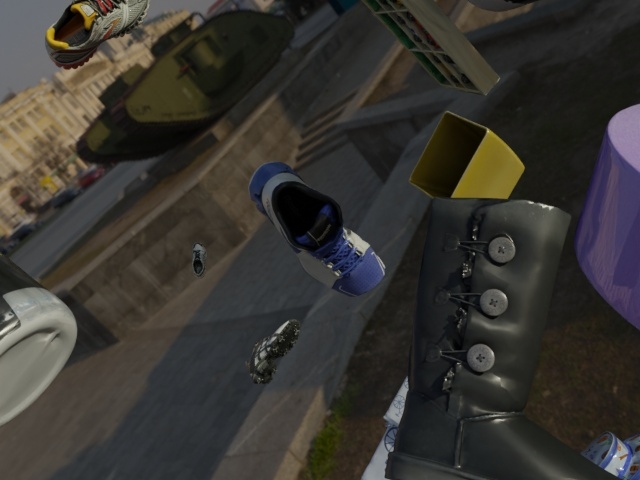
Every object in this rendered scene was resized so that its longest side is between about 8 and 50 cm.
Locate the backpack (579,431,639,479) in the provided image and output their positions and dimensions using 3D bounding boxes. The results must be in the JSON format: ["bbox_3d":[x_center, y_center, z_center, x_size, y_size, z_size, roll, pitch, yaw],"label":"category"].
[{"bbox_3d":[0.675,0.549,1.435,0.263,0.213,0.276,-43,-6,9],"label":"backpack"}]

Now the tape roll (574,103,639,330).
[{"bbox_3d":[0.315,-0.005,0.411,0.274,0.090,0.275,3,31,-2],"label":"tape roll"}]

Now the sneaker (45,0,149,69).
[{"bbox_3d":[-0.391,-0.396,1.143,0.225,0.088,0.093,-47,3,-10],"label":"sneaker"}]

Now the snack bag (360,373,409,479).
[{"bbox_3d":[0.245,0.458,1.388,0.323,0.037,0.343,28,89,50],"label":"snack bag"}]

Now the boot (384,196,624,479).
[{"bbox_3d":[0.311,0.165,0.954,0.146,0.366,0.446,69,-147,-69],"label":"boot"}]

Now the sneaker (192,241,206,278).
[{"bbox_3d":[-0.269,0.041,1.429,0.031,0.083,0.037,-9,-17,-3],"label":"sneaker"}]

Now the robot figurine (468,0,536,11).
[{"bbox_3d":[0.270,-0.398,0.825,0.209,0.174,0.278,-39,18,-12],"label":"robot figurine"}]

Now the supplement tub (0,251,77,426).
[{"bbox_3d":[-0.512,0.081,0.848,0.207,0.338,0.207,-51,-15,-19],"label":"supplement tub"}]

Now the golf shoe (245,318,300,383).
[{"bbox_3d":[-0.132,0.274,1.672,0.094,0.077,0.198,39,97,41],"label":"golf shoe"}]

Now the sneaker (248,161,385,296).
[{"bbox_3d":[-0.001,-0.001,1.173,0.127,0.315,0.182,-44,21,0],"label":"sneaker"}]

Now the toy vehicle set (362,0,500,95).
[{"bbox_3d":[0.149,-0.336,1.000,0.035,0.267,0.166,-48,21,4],"label":"toy vehicle set"}]

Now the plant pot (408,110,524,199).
[{"bbox_3d":[0.392,-0.183,1.669,0.212,0.187,0.212,-63,28,13],"label":"plant pot"}]
